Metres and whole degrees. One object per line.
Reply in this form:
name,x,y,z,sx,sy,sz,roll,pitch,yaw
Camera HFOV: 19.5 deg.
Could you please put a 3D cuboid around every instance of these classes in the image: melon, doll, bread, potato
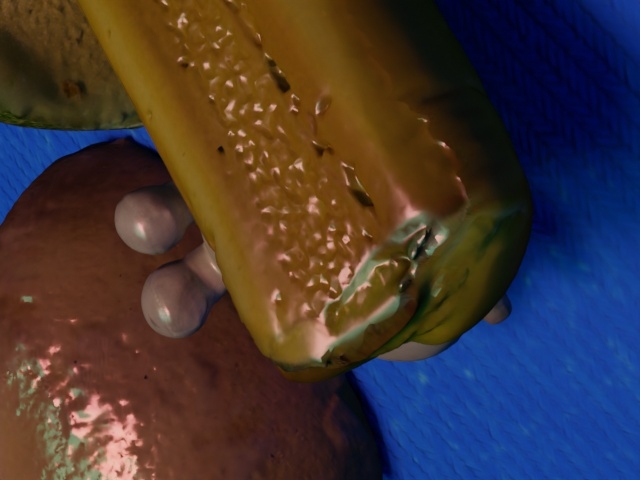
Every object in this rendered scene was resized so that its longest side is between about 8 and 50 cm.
melon,-0.192,-0.149,1.127,0.323,0.196,0.124,28,115,52
doll,0.006,-0.006,1.040,0.275,0.113,0.154,0,117,44
bread,-0.026,-0.111,0.913,0.166,0.112,0.383,-45,66,35
potato,-0.115,0.091,1.189,0.189,0.211,0.264,8,122,50
